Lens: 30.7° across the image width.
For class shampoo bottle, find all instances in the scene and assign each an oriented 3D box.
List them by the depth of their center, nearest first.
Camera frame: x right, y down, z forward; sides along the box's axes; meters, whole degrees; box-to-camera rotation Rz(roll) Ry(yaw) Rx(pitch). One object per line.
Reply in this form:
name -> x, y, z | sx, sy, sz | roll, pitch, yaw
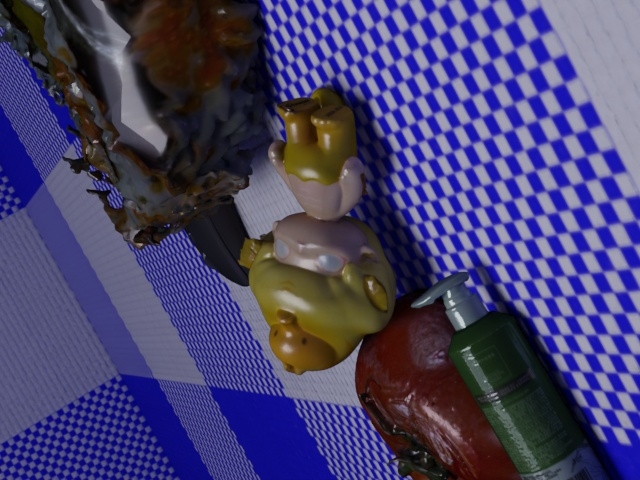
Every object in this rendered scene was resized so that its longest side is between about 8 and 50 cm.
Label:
shampoo bottle -> 0.147, 0.118, 0.905 | 0.204, 0.065, 0.065 | 59, 161, 1

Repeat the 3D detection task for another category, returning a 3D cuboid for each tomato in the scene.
tomato -> 0.106, 0.164, 1.032 | 0.228, 0.101, 0.228 | 46, 156, 27

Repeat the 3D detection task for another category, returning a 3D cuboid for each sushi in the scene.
sushi -> -0.206, -0.194, 1.175 | 0.417, 0.176, 0.417 | 48, 158, 26

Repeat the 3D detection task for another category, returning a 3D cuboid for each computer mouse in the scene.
computer mouse -> -0.147, -0.043, 1.424 | 0.120, 0.057, 0.232 | 27, 142, 59

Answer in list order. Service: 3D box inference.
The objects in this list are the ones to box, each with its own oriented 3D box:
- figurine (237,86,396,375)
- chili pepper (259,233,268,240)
figurine -> 0.000, 0.000, 0.998 | 0.156, 0.131, 0.246 | 19, 122, 30
chili pepper -> -0.023, 0.046, 1.256 | 0.059, 0.050, 0.191 | 42, 167, 34
